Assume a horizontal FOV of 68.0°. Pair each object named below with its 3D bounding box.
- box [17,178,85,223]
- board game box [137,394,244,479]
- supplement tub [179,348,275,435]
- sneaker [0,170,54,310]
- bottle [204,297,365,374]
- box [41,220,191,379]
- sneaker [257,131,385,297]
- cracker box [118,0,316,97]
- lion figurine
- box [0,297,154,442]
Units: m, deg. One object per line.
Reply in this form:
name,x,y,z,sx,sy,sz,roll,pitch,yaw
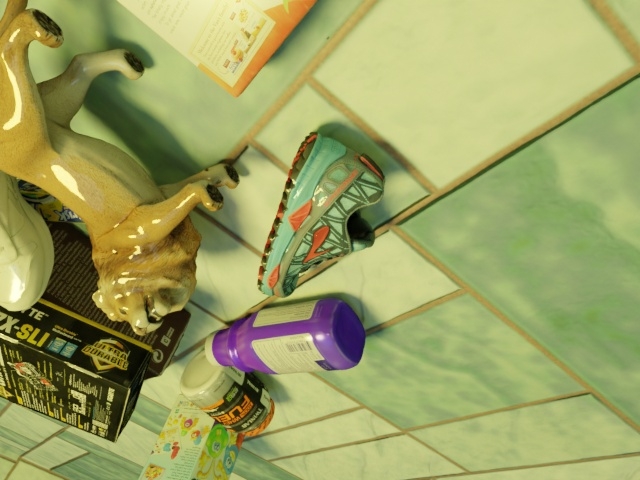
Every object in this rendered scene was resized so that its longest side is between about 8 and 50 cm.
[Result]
box,-0.352,-0.062,0.675,0.169,0.059,0.054,5,134,15
board game box,-0.302,0.525,1.114,0.145,0.275,0.142,-5,132,25
supplement tub,-0.182,0.311,0.964,0.117,0.117,0.190,-15,128,32
sneaker,-0.434,-0.044,0.581,0.114,0.152,0.304,-2,107,11
bottle,-0.070,0.167,0.789,0.283,0.092,0.118,-15,128,32
box,-0.441,0.095,0.818,0.191,0.143,0.381,-23,125,37
sneaker,0.000,0.000,0.581,0.125,0.104,0.261,20,138,-4
cracker box,-0.111,-0.253,0.381,0.232,0.067,0.156,37,134,-20
lion figurine,-0.260,-0.069,0.545,0.240,0.142,0.392,-28,116,19
box,-0.428,0.217,0.784,0.257,0.079,0.322,27,138,-6
